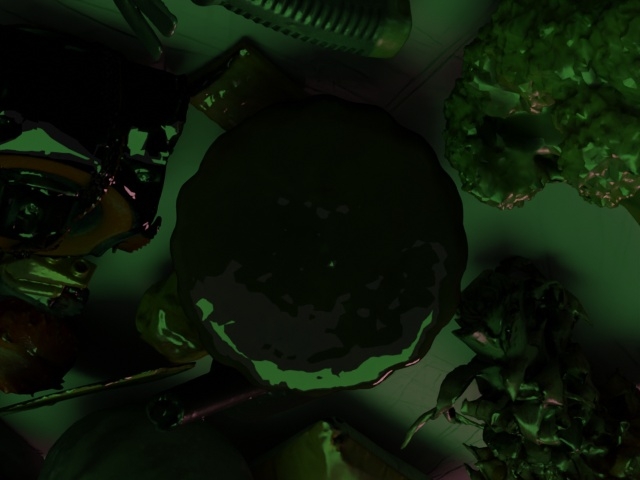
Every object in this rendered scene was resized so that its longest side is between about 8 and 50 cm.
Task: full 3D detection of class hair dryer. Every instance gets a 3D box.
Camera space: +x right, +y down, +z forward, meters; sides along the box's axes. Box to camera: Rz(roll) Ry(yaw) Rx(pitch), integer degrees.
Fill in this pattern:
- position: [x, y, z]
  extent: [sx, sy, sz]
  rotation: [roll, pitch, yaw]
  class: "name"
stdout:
- position: [-0.065, 0.123, 1.124]
  extent: [0.197, 0.089, 0.251]
  rotation: [-26, 172, 38]
  class: "hair dryer"

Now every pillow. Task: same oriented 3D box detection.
- position: [0.028, 0.324, 1.399]
  extent: [0.310, 0.119, 0.312]
  rotation: [36, 135, -21]
  class: "pillow"

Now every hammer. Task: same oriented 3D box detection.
- position: [-0.040, -0.174, 0.832]
  extent: [0.226, 0.158, 0.041]
  rotation: [14, 143, -26]
  class: "hammer"

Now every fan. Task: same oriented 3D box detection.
- position: [-0.261, 0.160, 1.254]
  extent: [0.229, 0.011, 0.335]
  rotation: [-7, 172, -46]
  class: "fan"

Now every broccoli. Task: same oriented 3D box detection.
- position: [0.199, -0.069, 0.829]
  extent: [0.254, 0.186, 0.302]
  rotation: [14, 125, 17]
  class: "broccoli"

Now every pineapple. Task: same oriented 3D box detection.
- position: [0.199, 0.146, 1.107]
  extent: [0.262, 0.262, 0.271]
  rotation: [-17, 122, 28]
  class: "pineapple"

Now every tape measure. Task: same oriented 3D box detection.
- position: [-0.221, -0.070, 0.977]
  extent: [0.202, 0.135, 0.223]
  rotation: [13, 146, -18]
  class: "tape measure"

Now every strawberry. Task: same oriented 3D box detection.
- position: [-0.319, 0.103, 1.248]
  extent: [0.121, 0.082, 0.188]
  rotation: [32, 150, -25]
  class: "strawberry"

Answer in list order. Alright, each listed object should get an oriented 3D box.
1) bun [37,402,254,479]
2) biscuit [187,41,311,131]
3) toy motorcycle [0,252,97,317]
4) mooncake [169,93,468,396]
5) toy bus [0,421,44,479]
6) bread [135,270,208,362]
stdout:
- position: [-0.192, 0.358, 1.303]
  extent: [0.362, 0.362, 0.211]
  rotation: [-29, 167, 36]
  class: "bun"
- position: [-0.060, -0.117, 0.980]
  extent: [0.083, 0.018, 0.081]
  rotation: [-28, 127, 37]
  class: "biscuit"
- position: [-0.308, -0.005, 1.097]
  extent: [0.229, 0.094, 0.130]
  rotation: [28, 138, -9]
  class: "toy motorcycle"
- position: [0.000, 0.000, 0.937]
  extent: [0.228, 0.124, 0.228]
  rotation: [1, 100, 6]
  class: "mooncake"
- position: [-0.437, 0.225, 1.369]
  extent: [0.112, 0.138, 0.317]
  rotation: [-16, 133, 20]
  class: "toy bus"
- position: [-0.070, 0.037, 1.110]
  extent: [0.269, 0.098, 0.087]
  rotation: [-33, 82, 38]
  class: "bread"
